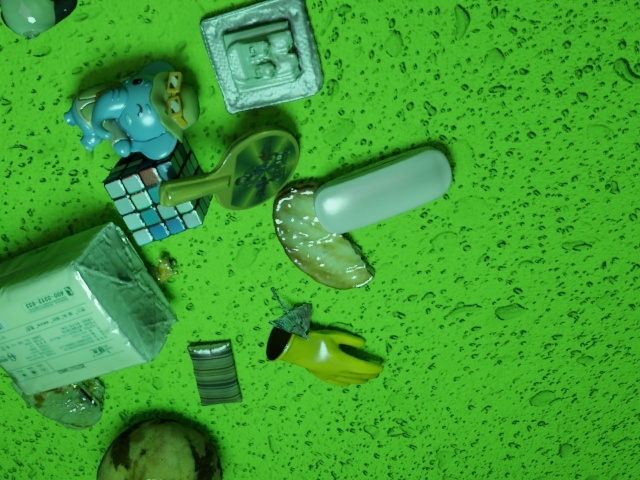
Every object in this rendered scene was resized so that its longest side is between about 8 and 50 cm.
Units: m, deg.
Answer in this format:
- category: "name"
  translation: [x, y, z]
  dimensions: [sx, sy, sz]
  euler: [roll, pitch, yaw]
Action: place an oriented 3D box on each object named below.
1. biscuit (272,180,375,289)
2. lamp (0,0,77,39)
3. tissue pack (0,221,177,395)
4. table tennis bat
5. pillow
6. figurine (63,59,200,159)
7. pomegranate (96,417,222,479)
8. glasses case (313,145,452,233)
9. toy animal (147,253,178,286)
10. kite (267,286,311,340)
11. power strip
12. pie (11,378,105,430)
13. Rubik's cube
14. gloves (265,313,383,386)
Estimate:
- category: "biscuit"
  translation: [-0.003, 0.003, 1.409]
  dimensions: [0.154, 0.045, 0.299]
  euler: [-26, 116, 8]
- category: "lamp"
  translation: [-0.548, -0.480, 1.090]
  dimensions: [0.197, 0.198, 0.244]
  euler: [-11, 141, 7]
- category: "tissue pack"
  translation: [-0.556, 0.161, 1.397]
  dimensions: [0.380, 0.207, 0.297]
  euler: [-16, 118, 21]
- category: "table tennis bat"
  translation: [-0.171, -0.128, 1.239]
  dimensions: [0.320, 0.050, 0.198]
  euler: [-22, 144, -36]
- category: "pillow"
  translation: [-0.268, 0.343, 1.614]
  dimensions: [0.113, 0.038, 0.204]
  euler: [-5, 120, 0]
- category: "figurine"
  translation: [-0.362, -0.238, 1.220]
  dimensions: [0.261, 0.180, 0.154]
  euler: [-21, 137, 4]
- category: "pomegranate"
  translation: [-0.415, 0.612, 1.631]
  dimensions: [0.321, 0.322, 0.322]
  euler: [1, 119, 1]
- category: "glasses case"
  translation: [0.129, -0.105, 1.318]
  dimensions: [0.296, 0.075, 0.113]
  euler: [-20, 116, 0]
- category: "toy animal"
  translation: [-0.374, 0.073, 1.455]
  dimensions: [0.083, 0.061, 0.081]
  euler: [-27, 155, 14]
- category: "kite"
  translation: [-0.072, 0.171, 1.476]
  dimensions: [0.157, 0.139, 0.011]
  euler: [52, 133, 16]
- category: "power strip"
  translation: [-0.111, -0.348, 1.208]
  dimensions: [0.213, 0.064, 0.198]
  euler: [-13, 116, 10]
- category: "pie"
  translation: [-0.665, 0.397, 1.624]
  dimensions: [0.201, 0.090, 0.248]
  euler: [-32, 117, 14]
- category: "Rubik's cube"
  translation: [-0.327, -0.104, 1.297]
  dimensions: [0.151, 0.154, 0.155]
  euler: [-17, 118, 10]
- category: "gloves"
  translation: [0.020, 0.291, 1.558]
  dimensions: [0.294, 0.116, 0.133]
  euler: [27, 145, -23]
